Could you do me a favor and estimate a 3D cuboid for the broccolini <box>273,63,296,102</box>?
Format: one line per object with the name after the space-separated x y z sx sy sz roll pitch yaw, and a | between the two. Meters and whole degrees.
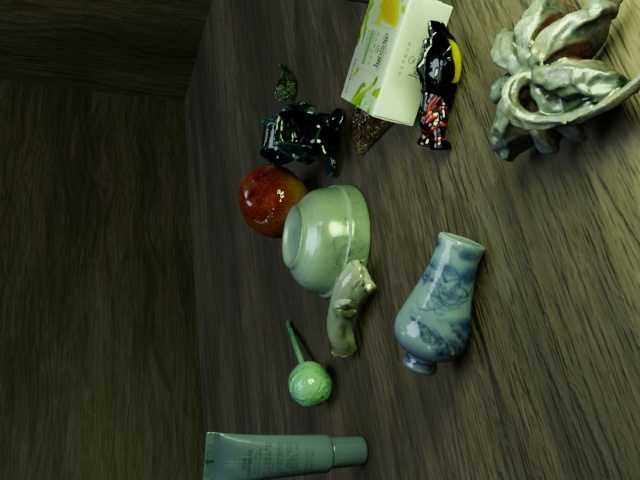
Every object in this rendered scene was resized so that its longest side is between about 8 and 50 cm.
-0.116 -0.539 2.365 0.091 0.068 0.203 -52 22 36 | broccolini

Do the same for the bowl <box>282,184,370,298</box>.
0.000 0.000 1.824 0.307 0.163 0.307 -174 90 -71 | bowl

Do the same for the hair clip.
-0.045 -0.286 1.916 0.310 0.206 0.195 -167 87 -73 | hair clip

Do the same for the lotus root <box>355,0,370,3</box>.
0.097 -0.621 1.706 0.159 0.135 0.095 -30 60 49 | lotus root

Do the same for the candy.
-0.060 0.338 2.020 0.440 0.119 0.119 -124 42 -68 | candy

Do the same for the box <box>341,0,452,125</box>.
0.158 -0.402 1.510 0.194 0.111 0.261 48 123 60 | box

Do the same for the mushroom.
0.066 0.167 1.698 0.099 0.096 0.278 -119 38 -57 | mushroom

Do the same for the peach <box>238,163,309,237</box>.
-0.138 -0.119 2.094 0.231 0.230 0.231 -176 90 -69 | peach

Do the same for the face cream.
-0.078 0.498 1.617 0.086 0.385 0.136 -150 64 -68 | face cream

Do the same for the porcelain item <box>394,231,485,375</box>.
0.218 0.118 1.279 0.141 0.141 0.259 -143 66 -65 | porcelain item

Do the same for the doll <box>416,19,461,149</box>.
0.232 -0.306 1.382 0.127 0.088 0.249 10 106 48 | doll

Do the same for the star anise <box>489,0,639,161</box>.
0.336 -0.257 1.019 0.316 0.139 0.360 64 145 41 | star anise

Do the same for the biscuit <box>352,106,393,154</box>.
0.132 -0.313 1.703 0.237 0.026 0.131 137 131 -62 | biscuit
